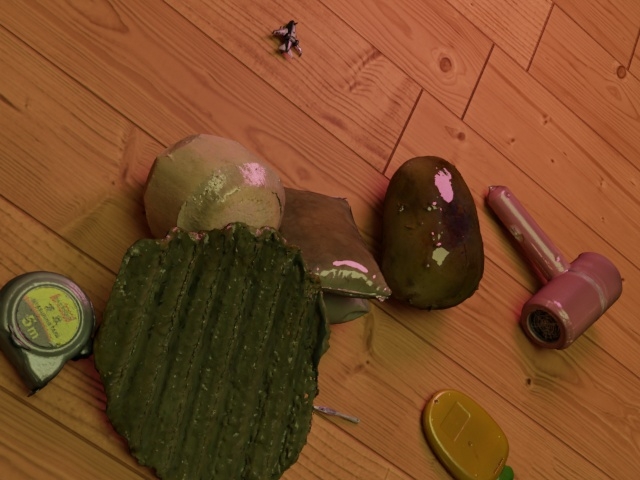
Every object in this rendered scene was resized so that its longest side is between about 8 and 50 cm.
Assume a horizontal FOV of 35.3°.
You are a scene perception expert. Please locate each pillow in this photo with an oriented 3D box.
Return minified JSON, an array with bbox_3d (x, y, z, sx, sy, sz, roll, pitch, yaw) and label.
[{"bbox_3d":[0.000,0.000,1.712,0.185,0.075,0.302,8,32,-22],"label":"pillow"}]

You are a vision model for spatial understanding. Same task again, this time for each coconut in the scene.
[{"bbox_3d":[-0.180,-0.070,1.624,0.224,0.224,0.234,-1,31,-34],"label":"coconut"}]

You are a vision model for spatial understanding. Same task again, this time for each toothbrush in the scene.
[{"bbox_3d":[0.015,0.295,1.734,0.131,0.013,0.011,23,66,-28],"label":"toothbrush"}]

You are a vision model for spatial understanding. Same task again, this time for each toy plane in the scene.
[{"bbox_3d":[-0.059,-0.391,1.933,0.078,0.031,0.083,34,58,-37],"label":"toy plane"}]

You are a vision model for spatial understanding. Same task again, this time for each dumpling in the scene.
[{"bbox_3d":[-0.022,0.089,1.746,0.217,0.149,0.105,-4,113,-30],"label":"dumpling"}]

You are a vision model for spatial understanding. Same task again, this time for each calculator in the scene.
[{"bbox_3d":[0.279,0.377,1.864,0.235,0.032,0.146,46,54,-8],"label":"calculator"}]

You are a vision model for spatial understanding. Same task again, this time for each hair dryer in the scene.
[{"bbox_3d":[0.441,0.037,2.064,0.210,0.125,0.352,-34,83,-36],"label":"hair dryer"}]

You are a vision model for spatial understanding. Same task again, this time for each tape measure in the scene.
[{"bbox_3d":[-0.457,0.053,1.469,0.164,0.084,0.330,-34,93,-39],"label":"tape measure"}]

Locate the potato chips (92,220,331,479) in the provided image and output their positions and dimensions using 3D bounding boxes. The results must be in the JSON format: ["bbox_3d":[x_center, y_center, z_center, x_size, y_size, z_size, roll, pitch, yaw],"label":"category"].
[{"bbox_3d":[-0.164,0.180,1.516,0.358,0.070,0.429,12,94,-18],"label":"potato chips"}]

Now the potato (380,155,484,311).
[{"bbox_3d":[0.209,-0.014,1.879,0.210,0.173,0.307,6,72,-29],"label":"potato"}]
